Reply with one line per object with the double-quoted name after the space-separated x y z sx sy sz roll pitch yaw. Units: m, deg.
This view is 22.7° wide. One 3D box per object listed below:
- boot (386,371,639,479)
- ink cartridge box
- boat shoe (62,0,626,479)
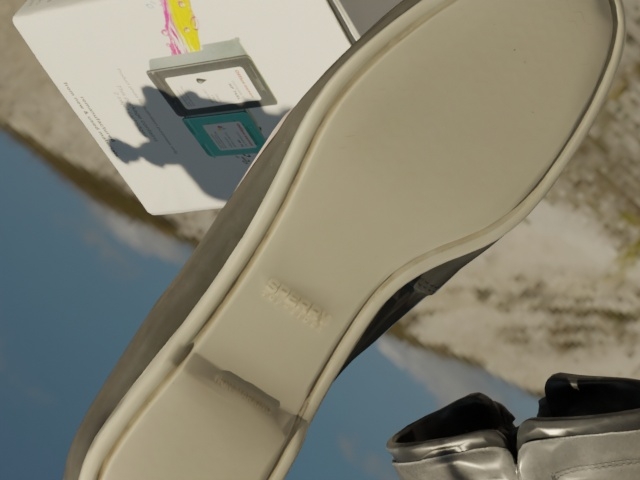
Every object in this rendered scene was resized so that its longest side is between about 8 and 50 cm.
0.206 0.185 0.870 0.118 0.338 0.223 -38 -59 -72 "boot"
-0.029 -0.161 1.135 0.270 0.198 0.197 -5 131 38 "ink cartridge box"
0.000 0.000 0.711 0.112 0.335 0.095 41 175 -19 "boat shoe"
